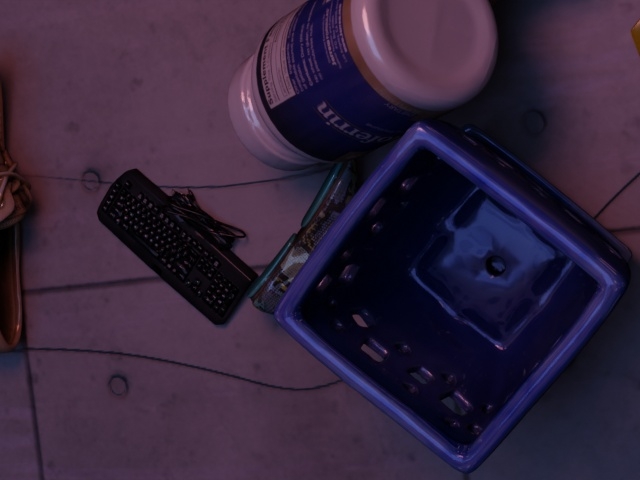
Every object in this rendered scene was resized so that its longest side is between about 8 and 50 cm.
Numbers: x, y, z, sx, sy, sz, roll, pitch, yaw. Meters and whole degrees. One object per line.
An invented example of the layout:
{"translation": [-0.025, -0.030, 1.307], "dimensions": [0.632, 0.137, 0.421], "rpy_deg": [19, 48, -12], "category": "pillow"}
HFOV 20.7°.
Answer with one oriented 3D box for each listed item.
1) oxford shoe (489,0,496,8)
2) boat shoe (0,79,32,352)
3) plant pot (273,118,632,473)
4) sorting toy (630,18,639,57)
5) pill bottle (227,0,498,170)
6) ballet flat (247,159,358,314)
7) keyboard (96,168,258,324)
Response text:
{"translation": [0.220, -0.327, 1.595], "dimensions": [0.133, 0.130, 0.364], "rpy_deg": [45, 118, -4], "category": "oxford shoe"}
{"translation": [-0.360, -0.047, 1.880], "dimensions": [0.110, 0.121, 0.341], "rpy_deg": [10, 109, 19], "category": "boat shoe"}
{"translation": [0.137, 0.036, 1.591], "dimensions": [0.236, 0.212, 0.236], "rpy_deg": [40, 109, 10], "category": "plant pot"}
{"translation": [0.374, -0.275, 1.540], "dimensions": [0.229, 0.041, 0.307], "rpy_deg": [34, 108, 2], "category": "sorting toy"}
{"translation": [0.030, -0.158, 1.617], "dimensions": [0.265, 0.153, 0.153], "rpy_deg": [-24, 83, 55], "category": "pill bottle"}
{"translation": [0.000, 0.000, 1.749], "dimensions": [0.070, 0.070, 0.188], "rpy_deg": [41, 111, 16], "category": "ballet flat"}
{"translation": [-0.153, -0.003, 1.825], "dimensions": [0.192, 0.038, 0.100], "rpy_deg": [39, 109, 16], "category": "keyboard"}
